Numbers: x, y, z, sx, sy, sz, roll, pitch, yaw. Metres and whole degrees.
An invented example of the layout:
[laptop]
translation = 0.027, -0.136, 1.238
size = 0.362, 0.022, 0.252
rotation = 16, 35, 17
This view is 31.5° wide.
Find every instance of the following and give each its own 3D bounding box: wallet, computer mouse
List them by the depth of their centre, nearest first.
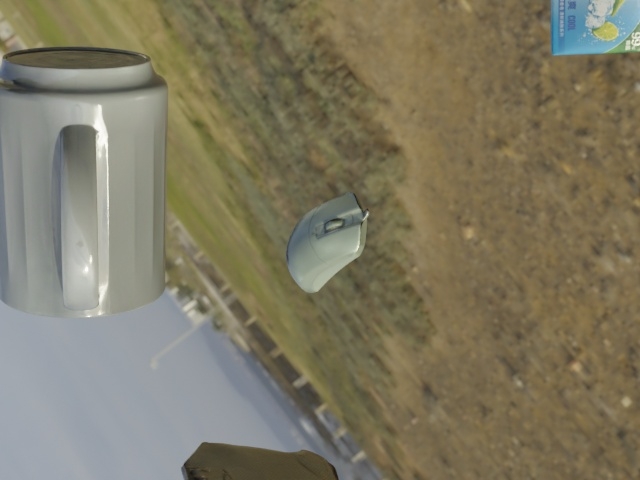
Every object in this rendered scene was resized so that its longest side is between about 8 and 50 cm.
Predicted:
[computer mouse]
translation = 0.000, 0.000, 0.857
size = 0.110, 0.032, 0.056
rotation = -39, 50, 51
[wallet]
translation = -0.047, 0.383, 1.529
size = 0.274, 0.068, 0.335
rotation = 19, -160, -26

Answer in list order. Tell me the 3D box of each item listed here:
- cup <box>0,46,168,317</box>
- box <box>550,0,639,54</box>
[cup]
translation = -0.319, -0.073, 1.494
size = 0.323, 0.236, 0.327
rotation = -120, 32, -68
[box]
translation = 0.413, -0.379, 1.688
size = 0.073, 0.139, 0.194
rotation = -66, -27, -66
